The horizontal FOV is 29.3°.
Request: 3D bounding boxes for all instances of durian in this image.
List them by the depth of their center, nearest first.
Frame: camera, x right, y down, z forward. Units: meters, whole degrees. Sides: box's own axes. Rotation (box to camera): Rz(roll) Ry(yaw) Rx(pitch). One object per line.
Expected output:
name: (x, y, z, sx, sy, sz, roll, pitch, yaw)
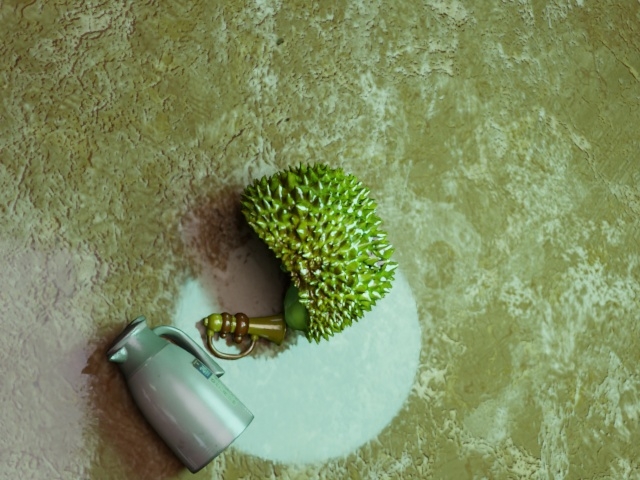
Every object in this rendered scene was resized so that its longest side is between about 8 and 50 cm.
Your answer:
durian: (0.003, 0.003, 1.609, 0.177, 0.200, 0.237, -25, 73, -13)

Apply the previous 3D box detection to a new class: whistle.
whistle: (-0.104, 0.122, 1.622, 0.109, 0.057, 0.046, 1, 32, -17)

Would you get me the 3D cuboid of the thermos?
thermos: (-0.178, 0.179, 1.538, 0.193, 0.105, 0.137, 47, 36, -1)
